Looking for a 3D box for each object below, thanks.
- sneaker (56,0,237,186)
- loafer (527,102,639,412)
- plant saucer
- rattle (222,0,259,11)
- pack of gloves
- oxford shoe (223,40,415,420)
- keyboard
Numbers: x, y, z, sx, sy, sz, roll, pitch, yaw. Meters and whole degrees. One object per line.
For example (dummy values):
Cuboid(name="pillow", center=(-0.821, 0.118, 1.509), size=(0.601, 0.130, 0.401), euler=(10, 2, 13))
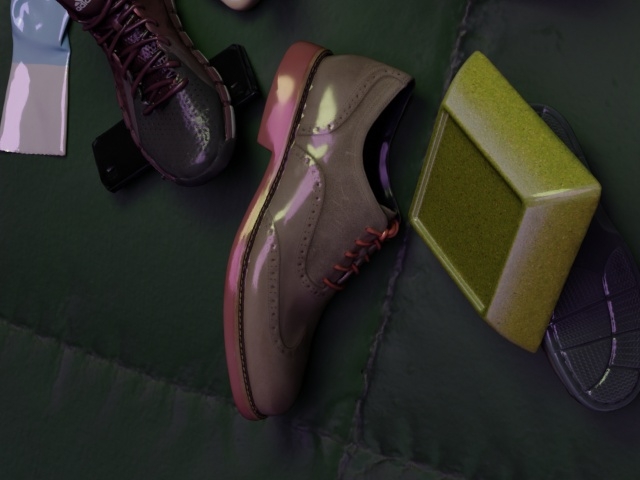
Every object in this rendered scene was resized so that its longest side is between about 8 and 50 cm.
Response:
Cuboid(name="sneaker", center=(-0.186, -0.181, 1.308), size=(0.106, 0.162, 0.281), euler=(-34, 66, 17))
Cuboid(name="loafer", center=(0.210, 0.015, 1.220), size=(0.096, 0.084, 0.267), euler=(-15, 86, -10))
Cuboid(name="plant saucer", center=(0.136, -0.028, 1.173), size=(0.188, 0.045, 0.188), euler=(56, 146, 38))
Cuboid(name="rattle", center=(-0.118, -0.313, 1.322), size=(0.130, 0.143, 0.199), euler=(-38, 81, 37))
Cuboid(name="pack of gloves", center=(-0.344, -0.210, 1.461), size=(0.195, 0.046, 0.232), euler=(7, 92, 24))
Cuboid(name="oxford shoe", center=(0.000, 0.000, 1.275), size=(0.130, 0.123, 0.348), euler=(12, 95, 17))
Cuboid(name="keyboard", center=(-0.135, -0.104, 1.386), size=(0.192, 0.038, 0.100), euler=(-31, 54, 20))
